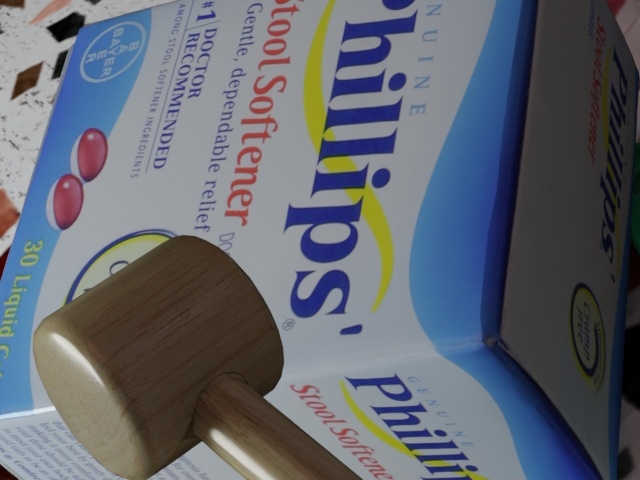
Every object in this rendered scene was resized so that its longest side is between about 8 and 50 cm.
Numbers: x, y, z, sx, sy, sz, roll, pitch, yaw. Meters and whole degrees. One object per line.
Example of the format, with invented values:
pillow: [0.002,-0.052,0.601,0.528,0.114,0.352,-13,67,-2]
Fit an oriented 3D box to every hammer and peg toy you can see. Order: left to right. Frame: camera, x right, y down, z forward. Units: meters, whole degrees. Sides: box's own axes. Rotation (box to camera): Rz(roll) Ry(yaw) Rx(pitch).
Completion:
hammer and peg toy: [-0.013,0.199,0.539,0.127,0.361,0.266,-29,38,-25]

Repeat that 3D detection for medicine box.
medicine box: [0.000,0.000,0.852,0.289,0.149,0.263,-12,50,29]

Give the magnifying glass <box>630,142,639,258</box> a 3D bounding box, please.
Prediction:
magnifying glass: [0.169,-0.031,0.887,0.092,0.026,0.231,-44,44,-10]
